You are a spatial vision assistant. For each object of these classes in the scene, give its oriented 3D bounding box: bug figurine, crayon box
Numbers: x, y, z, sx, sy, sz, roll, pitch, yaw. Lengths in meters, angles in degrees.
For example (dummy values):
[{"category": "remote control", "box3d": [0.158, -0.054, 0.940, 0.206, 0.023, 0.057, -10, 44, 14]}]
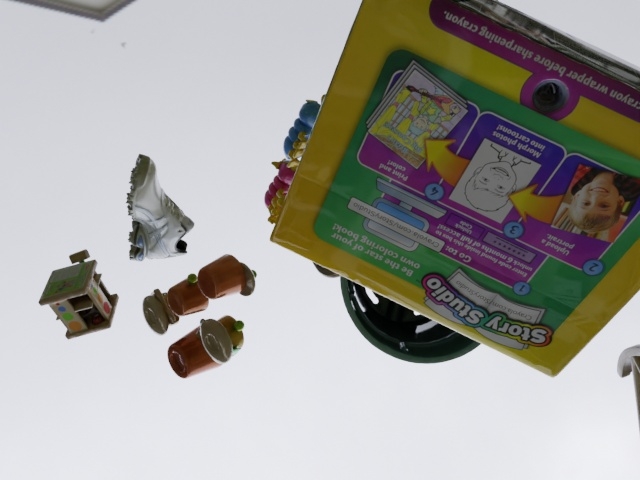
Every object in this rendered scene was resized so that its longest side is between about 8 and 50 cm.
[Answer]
[{"category": "bug figurine", "box3d": [0.012, -0.123, 0.849, 0.072, 0.216, 0.279, 48, -148, 20]}, {"category": "crayon box", "box3d": [0.167, -0.058, 0.593, 0.362, 0.313, 0.106, 26, -143, 2]}]

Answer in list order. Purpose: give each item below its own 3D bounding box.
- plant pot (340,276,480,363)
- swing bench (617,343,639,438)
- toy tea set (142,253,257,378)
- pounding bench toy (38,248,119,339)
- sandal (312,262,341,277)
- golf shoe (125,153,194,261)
[{"category": "plant pot", "box3d": [0.211, 0.081, 1.287, 0.340, 0.334, 0.342, 0, -93, 1]}, {"category": "swing bench", "box3d": [0.697, 0.258, 1.012, 0.253, 0.165, 0.255, -18, -89, -3]}, {"category": "toy tea set", "box3d": [-0.207, 0.142, 1.096, 0.124, 0.336, 0.200, -22, -96, -45]}, {"category": "pounding bench toy", "box3d": [-0.260, 0.057, 0.632, 0.052, 0.065, 0.083, -15, -143, 5]}, {"category": "sandal", "box3d": [0.000, 0.000, 0.965, 0.072, 0.049, 0.180, -41, -135, 3]}, {"category": "golf shoe", "box3d": [-0.206, -0.041, 0.741, 0.085, 0.176, 0.069, 4, -129, -11]}]
